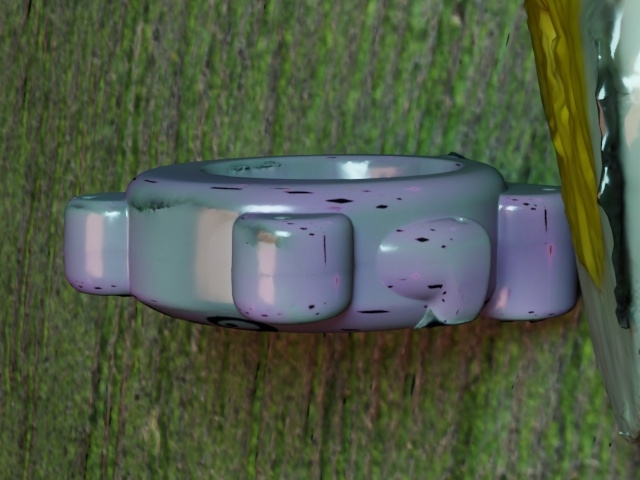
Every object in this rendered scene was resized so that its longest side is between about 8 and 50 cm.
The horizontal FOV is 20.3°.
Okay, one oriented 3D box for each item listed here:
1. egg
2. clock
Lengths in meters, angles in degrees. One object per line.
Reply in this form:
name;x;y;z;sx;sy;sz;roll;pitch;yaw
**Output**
egg;0.200;-0.069;0.819;0.201;0.337;0.337;-7;93;7
clock;0.000;0.000;0.999;0.227;0.248;0.090;6;98;42
